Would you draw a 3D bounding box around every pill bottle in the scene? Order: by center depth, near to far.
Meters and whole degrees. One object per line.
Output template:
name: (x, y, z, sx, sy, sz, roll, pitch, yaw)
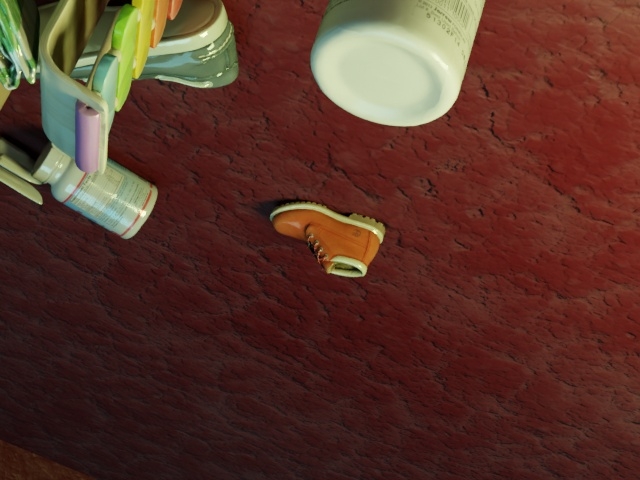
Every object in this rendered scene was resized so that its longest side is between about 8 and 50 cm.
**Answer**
pill bottle: (0.082, -0.226, 1.096, 0.131, 0.229, 0.131, 14, 150, 8)
pill bottle: (-0.312, -0.076, 1.703, 0.160, 0.087, 0.087, 32, 147, -21)

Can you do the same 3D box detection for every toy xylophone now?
toy xylophone: (-0.190, -0.209, 1.199, 0.081, 0.322, 0.236, 20, 158, 0)

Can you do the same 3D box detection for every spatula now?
spatula: (-0.478, -0.136, 1.673, 0.242, 0.168, 0.019, 32, 105, -19)

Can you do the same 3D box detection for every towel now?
towel: (-0.325, -0.313, 1.094, 0.038, 0.248, 0.324, -20, 116, -1)

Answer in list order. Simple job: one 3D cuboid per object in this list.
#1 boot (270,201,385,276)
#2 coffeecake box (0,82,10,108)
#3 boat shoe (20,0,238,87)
boot: (0.000, 0.000, 1.660, 0.158, 0.084, 0.059, 13, 151, 13)
coffeecake box: (-0.494, -0.200, 1.546, 0.186, 0.142, 0.068, 15, 149, 7)
boat shoe: (-0.241, -0.210, 1.419, 0.320, 0.116, 0.099, -2, 141, 22)
